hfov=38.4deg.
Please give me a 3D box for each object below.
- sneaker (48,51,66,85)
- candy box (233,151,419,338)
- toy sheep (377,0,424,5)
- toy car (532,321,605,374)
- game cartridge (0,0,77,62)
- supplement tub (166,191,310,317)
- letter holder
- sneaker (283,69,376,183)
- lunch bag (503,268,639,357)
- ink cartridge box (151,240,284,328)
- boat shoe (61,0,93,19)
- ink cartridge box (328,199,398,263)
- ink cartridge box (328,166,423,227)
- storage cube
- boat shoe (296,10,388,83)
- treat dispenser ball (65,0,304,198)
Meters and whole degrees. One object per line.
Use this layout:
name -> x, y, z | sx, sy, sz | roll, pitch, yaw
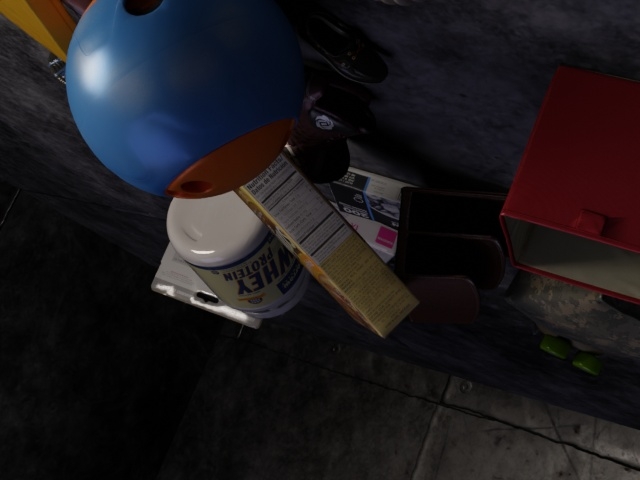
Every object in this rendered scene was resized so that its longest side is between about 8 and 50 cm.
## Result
sneaker -> -0.383, -0.280, 1.610 | 0.211, 0.080, 0.081 | 29, 177, 13
candy box -> 0.000, 0.000, 1.427 | 0.316, 0.087, 0.183 | 46, 174, -11
toy sheep -> 0.083, -0.268, 0.877 | 0.132, 0.091, 0.091 | 7, 160, 34
toy car -> 0.467, 0.148, 1.749 | 0.148, 0.155, 0.188 | 27, 176, -15
game cartridge -> -0.455, -0.382, 1.200 | 0.323, 0.053, 0.285 | 37, 170, 14
supplement tub -> -0.164, 0.012, 1.987 | 0.235, 0.236, 0.325 | 16, 158, 27
letter holder -> 0.249, 0.038, 1.562 | 0.214, 0.152, 0.302 | 3, 162, 11
sneaker -> 0.022, -0.158, 1.371 | 0.162, 0.107, 0.281 | 12, 162, 30
lunch bag -> 0.486, 0.097, 1.454 | 0.287, 0.169, 0.235 | 33, 163, -20
ink cartridge box -> -0.215, 0.059, 2.246 | 0.309, 0.272, 0.130 | 19, 166, 18
boat shoe -> -0.301, -0.333, 1.253 | 0.088, 0.096, 0.267 | 5, 167, 41
ink cartridge box -> 0.061, 0.003, 2.024 | 0.185, 0.065, 0.311 | 24, 164, -1
ink cartridge box -> 0.126, -0.061, 1.698 | 0.206, 0.045, 0.208 | 17, 166, 17
storage cube -> 0.330, -0.058, 1.047 | 0.214, 0.193, 0.184 | 18, 166, 22
boat shoe -> 0.031, -0.238, 1.148 | 0.133, 0.049, 0.042 | 32, 173, -17
treat dispenser ball -> -0.162, -0.194, 1.123 | 0.288, 0.288, 0.288 | 22, 167, 5
